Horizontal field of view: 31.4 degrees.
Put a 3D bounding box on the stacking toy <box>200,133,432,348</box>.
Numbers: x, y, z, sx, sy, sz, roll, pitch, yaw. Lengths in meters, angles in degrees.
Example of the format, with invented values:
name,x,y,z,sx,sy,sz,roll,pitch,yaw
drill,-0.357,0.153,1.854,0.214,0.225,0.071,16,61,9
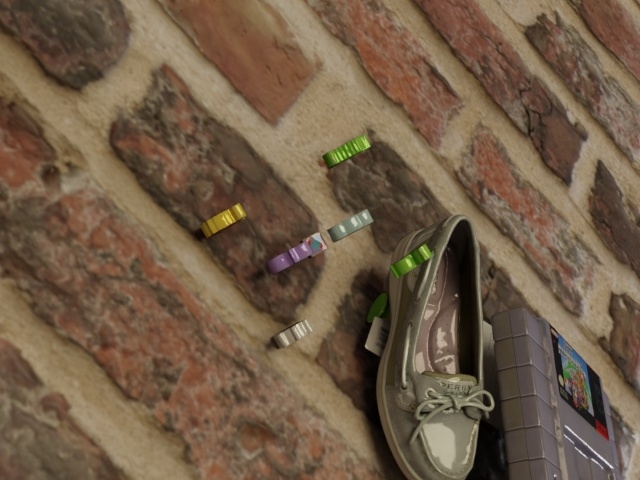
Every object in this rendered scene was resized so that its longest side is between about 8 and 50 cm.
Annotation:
name,x,y,z,sx,sy,sz,roll,pitch,yaw
stacking toy,0.000,0.000,1.286,0.221,0.052,0.167,-30,89,-12

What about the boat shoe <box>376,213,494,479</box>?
name,x,y,z,sx,sy,sz,roll,pitch,yaw
boat shoe,0.141,0.128,1.323,0.118,0.103,0.320,14,67,-23

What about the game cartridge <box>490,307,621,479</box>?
name,x,y,z,sx,sy,sz,roll,pitch,yaw
game cartridge,0.309,0.242,1.423,0.355,0.068,0.230,40,45,-52

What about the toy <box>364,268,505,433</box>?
name,x,y,z,sx,sy,sz,roll,pitch,yaw
toy,0.156,0.145,1.428,0.237,0.056,0.137,35,50,-18
